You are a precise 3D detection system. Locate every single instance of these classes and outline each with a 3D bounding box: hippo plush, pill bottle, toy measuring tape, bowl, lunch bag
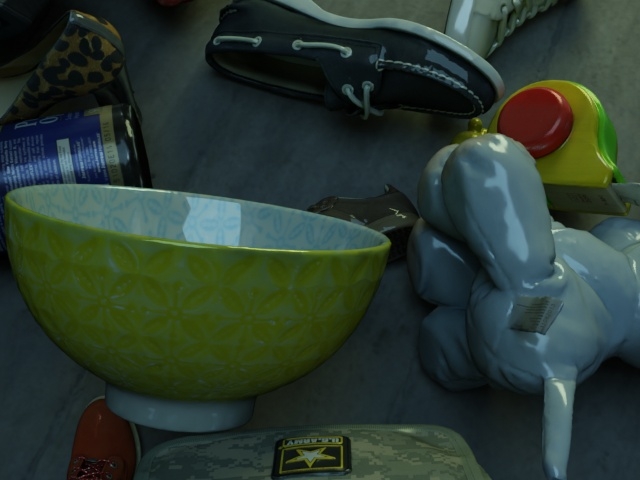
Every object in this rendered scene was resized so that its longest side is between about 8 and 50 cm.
[{"bbox_3d":[0.221,0.021,0.844,0.237,0.294,0.234,-7,99,-14],"label":"hippo plush"},{"bbox_3d":[-0.268,-0.048,0.948,0.219,0.123,0.122,-11,66,-5],"label":"pill bottle"},{"bbox_3d":[0.265,-0.084,0.925,0.330,0.121,0.121,7,62,37],"label":"toy measuring tape"},{"bbox_3d":[-0.100,0.054,0.790,0.289,0.289,0.156,9,98,4],"label":"bowl"},{"bbox_3d":[-0.004,0.221,0.739,0.235,0.287,0.169,-3,66,0],"label":"lunch bag"}]

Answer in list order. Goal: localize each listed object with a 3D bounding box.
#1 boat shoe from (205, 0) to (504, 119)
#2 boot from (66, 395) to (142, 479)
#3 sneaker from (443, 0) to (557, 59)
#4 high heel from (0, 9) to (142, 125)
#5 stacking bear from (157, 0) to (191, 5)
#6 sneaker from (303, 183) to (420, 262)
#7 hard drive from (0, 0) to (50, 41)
[{"bbox_3d":[0.027,-0.163,1.002,0.302,0.114,0.091,20,70,28],"label":"boat shoe"},{"bbox_3d":[-0.186,0.199,0.860,0.059,0.084,0.158,-2,65,1],"label":"boot"},{"bbox_3d":[0.214,-0.270,1.053,0.123,0.106,0.290,23,67,13],"label":"sneaker"},{"bbox_3d":[-0.306,-0.155,0.961,0.261,0.186,0.093,-3,68,-1],"label":"high heel"},{"bbox_3d":[-0.204,-0.362,1.076,0.175,0.164,0.289,-38,76,-15],"label":"stacking bear"},{"bbox_3d":[0.000,0.000,0.969,0.188,0.066,0.071,-14,48,-9],"label":"sneaker"},{"bbox_3d":[-0.311,-0.254,1.002,0.255,0.054,0.172,3,55,49],"label":"hard drive"}]
